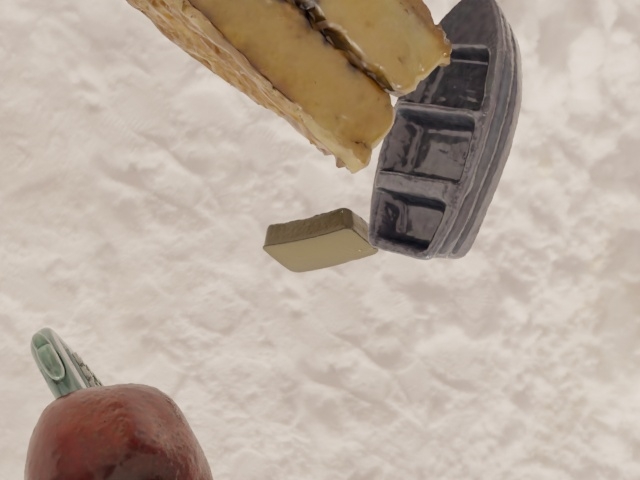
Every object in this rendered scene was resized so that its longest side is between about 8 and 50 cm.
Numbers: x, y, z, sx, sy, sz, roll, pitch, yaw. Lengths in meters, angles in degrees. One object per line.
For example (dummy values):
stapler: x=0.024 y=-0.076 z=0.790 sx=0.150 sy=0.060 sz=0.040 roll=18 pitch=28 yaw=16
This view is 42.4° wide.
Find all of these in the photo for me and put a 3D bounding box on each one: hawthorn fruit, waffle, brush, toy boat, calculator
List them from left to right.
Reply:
calculator: x=-0.340 y=0.217 z=1.175 sx=0.042 sy=0.295 sz=0.184 roll=-35 pitch=58 yaw=-11
hawthorn fruit: x=-0.239 y=0.265 z=0.958 sx=0.215 sy=0.249 sz=0.215 roll=-17 pitch=129 yaw=-23
waffle: x=-0.072 y=-0.168 z=0.493 sx=0.213 sy=0.308 sz=0.091 roll=40 pitch=92 yaw=-26
brush: x=0.000 y=0.000 z=1.564 sx=0.123 sy=0.197 sz=0.059 roll=38 pitch=46 yaw=-50
toy boat: x=0.134 y=-0.115 z=0.849 sx=0.078 sy=0.127 sz=0.282 roll=20 pitch=88 yaw=-43
